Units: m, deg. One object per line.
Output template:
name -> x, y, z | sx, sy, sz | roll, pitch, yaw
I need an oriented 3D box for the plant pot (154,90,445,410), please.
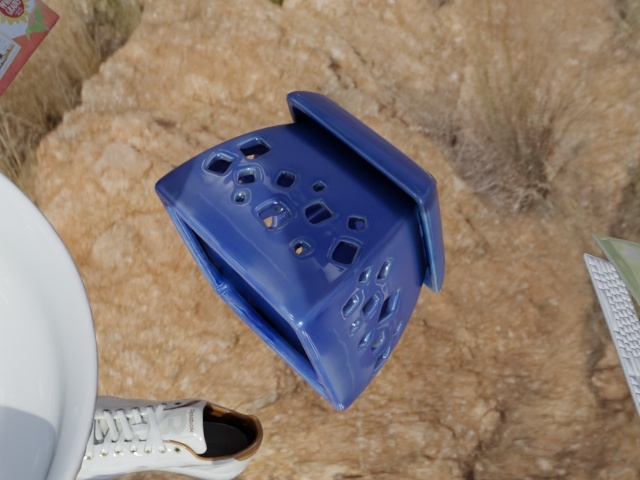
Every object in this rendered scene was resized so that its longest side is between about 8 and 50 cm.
plant pot -> 0.000, 0.000, 0.974 | 0.212, 0.236, 0.236 | -43, 61, -14

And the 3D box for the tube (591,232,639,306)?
tube -> 0.241, 0.056, 0.424 | 0.240, 0.070, 0.062 | 19, 74, -12

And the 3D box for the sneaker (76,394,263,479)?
sneaker -> -0.206, 0.223, 1.106 | 0.290, 0.123, 0.106 | 7, 56, -25

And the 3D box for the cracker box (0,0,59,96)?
cracker box -> -0.422, -0.256, 0.989 | 0.232, 0.067, 0.156 | 40, 56, -25

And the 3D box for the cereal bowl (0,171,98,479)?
cereal bowl -> -0.299, 0.089, 0.491 | 0.338, 0.141, 0.339 | 11, 54, -16

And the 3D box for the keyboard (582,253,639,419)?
keyboard -> 0.380, 0.130, 1.126 | 0.072, 0.014, 0.256 | 21, 46, -38
